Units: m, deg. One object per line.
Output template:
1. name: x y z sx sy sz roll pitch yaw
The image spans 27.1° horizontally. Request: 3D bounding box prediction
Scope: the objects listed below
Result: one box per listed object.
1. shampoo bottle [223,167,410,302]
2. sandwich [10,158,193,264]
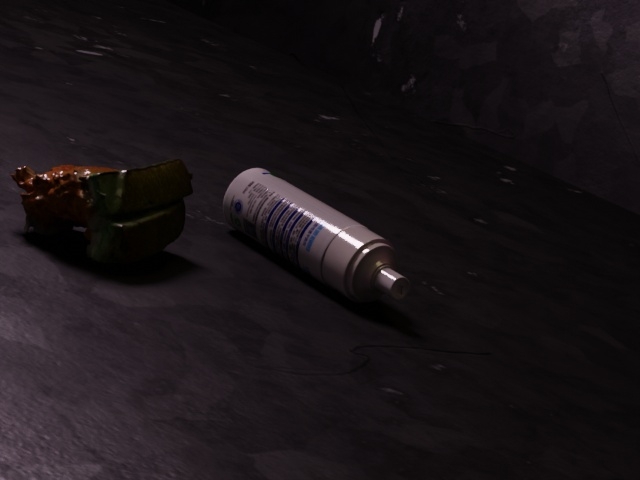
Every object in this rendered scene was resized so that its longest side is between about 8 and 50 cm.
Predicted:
1. shampoo bottle: 0.000 0.000 1.678 0.092 0.092 0.303 3 20 -45
2. sandwich: -0.248 -0.039 1.542 0.160 0.109 0.185 2 10 24
